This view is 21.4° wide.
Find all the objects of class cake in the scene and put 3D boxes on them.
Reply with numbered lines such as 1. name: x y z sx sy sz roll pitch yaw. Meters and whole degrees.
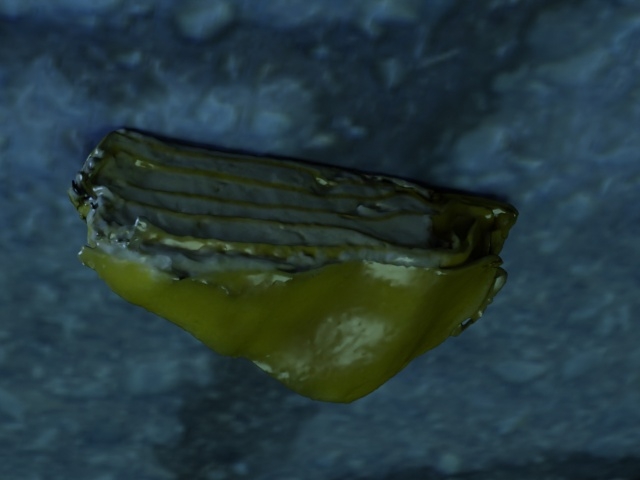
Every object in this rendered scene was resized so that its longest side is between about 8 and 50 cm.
1. cake: 0.000 0.003 0.683 0.116 0.080 0.185 -33 124 23
